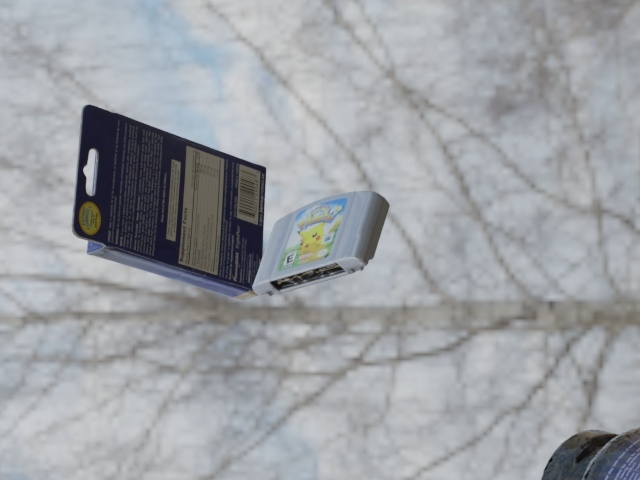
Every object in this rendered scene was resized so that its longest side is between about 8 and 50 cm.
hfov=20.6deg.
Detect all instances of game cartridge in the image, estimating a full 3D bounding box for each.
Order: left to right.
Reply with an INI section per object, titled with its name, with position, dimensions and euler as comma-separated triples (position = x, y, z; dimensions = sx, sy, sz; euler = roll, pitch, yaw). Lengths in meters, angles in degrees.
[game cartridge]
position = 0.000, 0.000, 0.998
dimensions = 0.017, 0.083, 0.056
euler = 47, -134, -29

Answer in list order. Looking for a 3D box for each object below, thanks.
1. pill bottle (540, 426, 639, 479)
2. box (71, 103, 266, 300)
[pill bottle]
position = 0.256, 0.198, 1.229
dimensions = 0.122, 0.219, 0.123
euler = -4, -82, -31
[box]
position = -0.148, -0.035, 1.675
dimensions = 0.225, 0.036, 0.136
euler = 20, -116, -40
